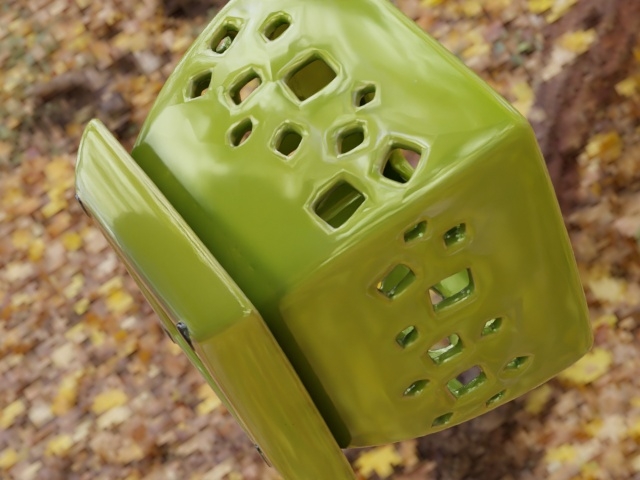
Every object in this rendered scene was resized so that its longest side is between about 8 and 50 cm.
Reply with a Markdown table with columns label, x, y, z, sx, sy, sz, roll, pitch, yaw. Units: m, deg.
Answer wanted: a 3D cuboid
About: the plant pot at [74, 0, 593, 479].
| label | x | y | z | sx | sy | sz | roll | pitch | yaw |
| --- | --- | --- | --- | --- | --- | --- | --- | --- | --- |
| plant pot | 0.000 | 0.000 | 0.882 | 0.207 | 0.228 | 0.227 | -35 | 50 | -8 |
